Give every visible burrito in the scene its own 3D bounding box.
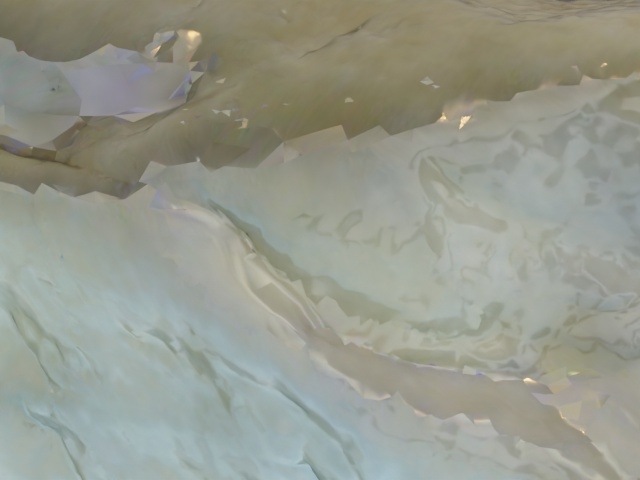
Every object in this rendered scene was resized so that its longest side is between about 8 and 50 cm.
[{"bbox_3d":[0.000,-0.004,0.565,0.332,0.190,0.135,7,157,27],"label":"burrito"}]
